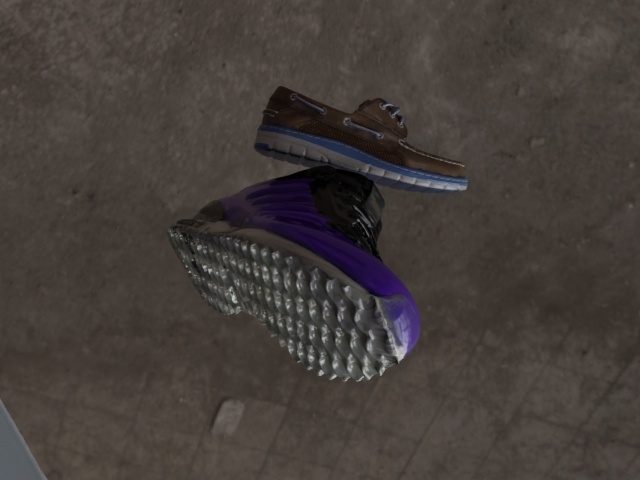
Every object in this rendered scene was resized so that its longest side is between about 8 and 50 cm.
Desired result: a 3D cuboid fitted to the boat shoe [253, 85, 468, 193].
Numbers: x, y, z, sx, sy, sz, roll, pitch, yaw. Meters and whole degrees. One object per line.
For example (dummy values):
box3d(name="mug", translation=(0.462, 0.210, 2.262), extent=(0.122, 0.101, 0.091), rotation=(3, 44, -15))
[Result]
box3d(name="boat shoe", translation=(0.040, -0.085, 0.717), extent=(0.183, 0.066, 0.066), rotation=(14, 87, -9))

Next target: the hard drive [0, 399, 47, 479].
box3d(name="hard drive", translation=(-0.283, 0.168, 0.461), extent=(0.307, 0.040, 0.203), rotation=(-24, 99, 19))

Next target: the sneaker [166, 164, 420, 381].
box3d(name="sneaker", translation=(0.000, -0.001, 0.636), extent=(0.146, 0.293, 0.102), rotation=(-32, 115, -22))
